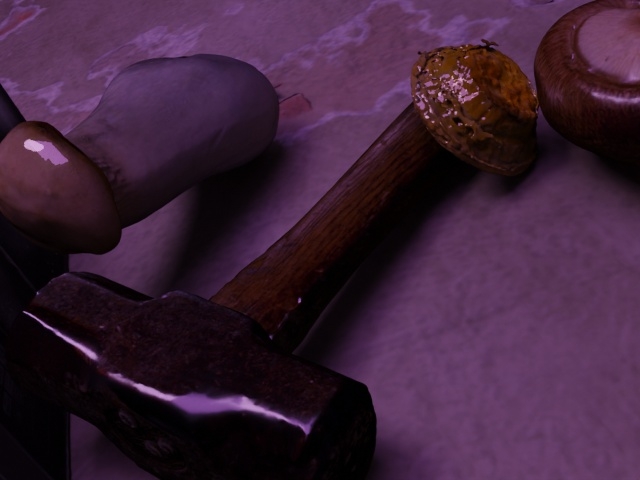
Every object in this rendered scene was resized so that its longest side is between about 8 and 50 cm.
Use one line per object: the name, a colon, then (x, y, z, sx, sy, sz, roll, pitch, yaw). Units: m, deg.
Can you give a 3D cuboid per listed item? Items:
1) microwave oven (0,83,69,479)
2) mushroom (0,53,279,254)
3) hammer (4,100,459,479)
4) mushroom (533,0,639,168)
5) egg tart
microwave oven: (-0.407, 0.040, 0.701, 0.374, 0.236, 0.432, -25, 38, 2)
mushroom: (-0.153, -0.081, 0.724, 0.159, 0.122, 0.329, -11, 19, 27)
hammer: (0.000, 0.000, 0.626, 0.242, 0.095, 0.409, 21, 51, 28)
mushroom: (0.273, -0.124, 0.619, 0.231, 0.138, 0.194, -6, 55, 38)
egg tart: (0.127, -0.111, 0.675, 0.052, 0.130, 0.130, -43, 20, 45)
